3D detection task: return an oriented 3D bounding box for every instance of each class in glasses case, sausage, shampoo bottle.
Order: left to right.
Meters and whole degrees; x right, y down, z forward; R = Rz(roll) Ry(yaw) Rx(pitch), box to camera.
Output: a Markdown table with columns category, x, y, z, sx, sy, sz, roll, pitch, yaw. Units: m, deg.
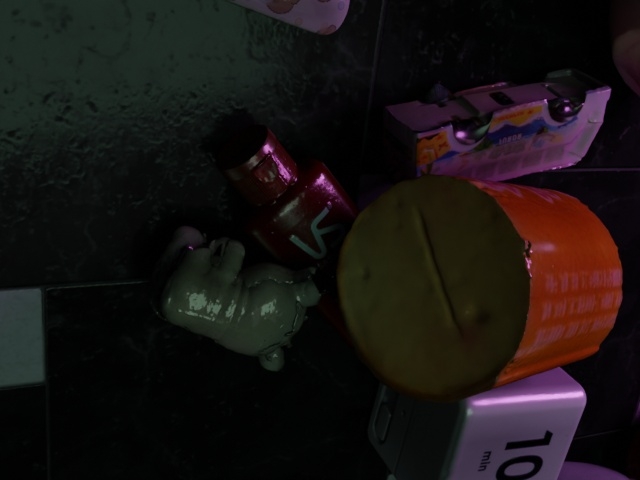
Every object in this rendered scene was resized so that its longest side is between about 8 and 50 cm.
| category | x | y | z | sx | sy | sz | roll | pitch | yaw |
| --- | --- | --- | --- | --- | --- | --- | --- | --- | --- |
| glasses case | -0.045 | -0.255 | 0.769 | 0.164 | 0.041 | 0.063 | 13 | 109 | -29 |
| shampoo bottle | 0.000 | 0.001 | 0.895 | 0.118 | 0.076 | 0.314 | -39 | 124 | 0 |
| sausage | 0.186 | 0.047 | 0.860 | 0.287 | 0.233 | 0.233 | 3 | 115 | -52 |

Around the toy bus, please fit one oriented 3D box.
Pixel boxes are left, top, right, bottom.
| category | x | y | z | sx | sy | sz | roll | pitch | yaw |
| --- | --- | --- | --- | --- | --- | --- | --- | --- | --- |
| toy bus | 0.209 | -0.133 | 0.919 | 0.274 | 0.090 | 0.112 | -14 | 126 | -19 |

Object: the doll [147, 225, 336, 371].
| category | x | y | z | sx | sy | sz | roll | pitch | yaw |
| --- | --- | --- | --- | --- | --- | --- | --- | --- | --- |
| doll | -0.094 | 0.065 | 0.847 | 0.192 | 0.095 | 0.149 | 17 | 116 | -12 |

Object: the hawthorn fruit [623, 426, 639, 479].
| category | x | y | z | sx | sy | sz | roll | pitch | yaw |
| --- | --- | --- | --- | --- | --- | --- | --- | --- | --- |
| hawthorn fruit | 0.643 | 0.405 | 1.275 | 0.369 | 0.284 | 0.285 | -42 | 125 | 16 |

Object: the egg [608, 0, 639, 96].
| category | x | y | z | sx | sy | sz | roll | pitch | yaw |
| --- | --- | --- | --- | --- | --- | --- | --- | --- | --- |
| egg | 0.427 | -0.268 | 0.913 | 0.271 | 0.162 | 0.206 | 73 | 37 | -63 |

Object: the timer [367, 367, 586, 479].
| category | x | y | z | sx | sy | sz | roll | pitch | yaw |
| --- | --- | --- | --- | --- | --- | --- | --- | --- | --- |
| timer | 0.201 | 0.236 | 1.032 | 0.195 | 0.194 | 0.192 | 2 | 113 | -24 |

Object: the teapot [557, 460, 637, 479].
| category | x | y | z | sx | sy | sz | roll | pitch | yaw |
| --- | --- | --- | --- | --- | --- | --- | --- | --- | --- |
| teapot | 0.359 | 0.440 | 1.160 | 0.312 | 0.315 | 0.233 | -7 | 83 | 5 |
